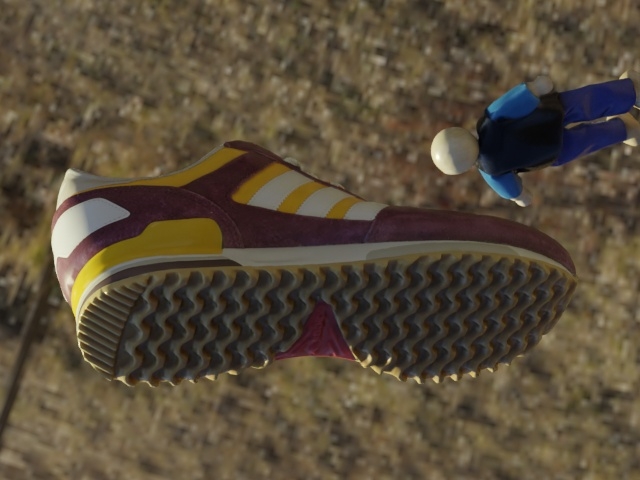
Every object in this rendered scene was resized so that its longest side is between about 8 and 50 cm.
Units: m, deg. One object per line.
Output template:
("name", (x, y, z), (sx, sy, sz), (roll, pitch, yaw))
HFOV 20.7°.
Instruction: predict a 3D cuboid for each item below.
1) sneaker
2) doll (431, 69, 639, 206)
("sneaker", (0.000, 0.000, 0.610), (0.185, 0.084, 0.069), (2, 133, -23))
("doll", (0.173, -0.082, 1.395), (0.189, 0.046, 0.129), (-13, 135, -26))
